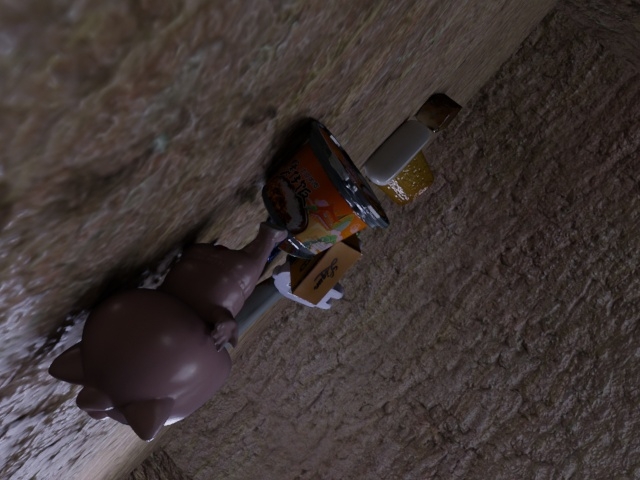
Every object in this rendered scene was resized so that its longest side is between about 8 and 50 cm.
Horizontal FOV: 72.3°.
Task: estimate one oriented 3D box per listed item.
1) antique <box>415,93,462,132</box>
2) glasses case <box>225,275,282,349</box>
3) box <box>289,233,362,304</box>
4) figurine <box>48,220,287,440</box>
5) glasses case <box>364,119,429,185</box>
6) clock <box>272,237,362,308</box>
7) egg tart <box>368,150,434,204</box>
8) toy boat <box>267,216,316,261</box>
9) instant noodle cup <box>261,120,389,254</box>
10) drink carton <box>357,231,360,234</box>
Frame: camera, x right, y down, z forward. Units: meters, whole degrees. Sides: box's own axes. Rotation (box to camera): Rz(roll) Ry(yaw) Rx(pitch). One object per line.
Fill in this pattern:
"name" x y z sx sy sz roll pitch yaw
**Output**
"antique" 0.399 -0.427 1.461 0.093 0.087 0.310 -53 172 27
"glasses case" -0.192 0.172 1.108 0.308 0.083 0.128 -42 166 -44
"box" 0.001 0.000 0.919 0.152 0.070 0.237 -50 -157 24
"figurine" -0.151 0.097 0.527 0.186 0.176 0.288 90 21 -44
"glasses case" 0.222 -0.256 1.264 0.233 0.092 0.059 -48 173 -14
"clock" 0.005 0.028 1.130 0.254 0.188 0.189 -64 -176 -32
"egg tart" 0.282 -0.228 1.493 0.215 0.171 0.215 -39 -173 6
"toy boat" -0.050 -0.007 0.816 0.175 0.110 0.091 -50 171 34
"instant noodle cup" -0.002 -0.061 0.622 0.125 0.178 0.208 -34 159 14
"drink carton" 0.065 -0.007 1.676 0.161 0.108 0.271 -49 175 8
